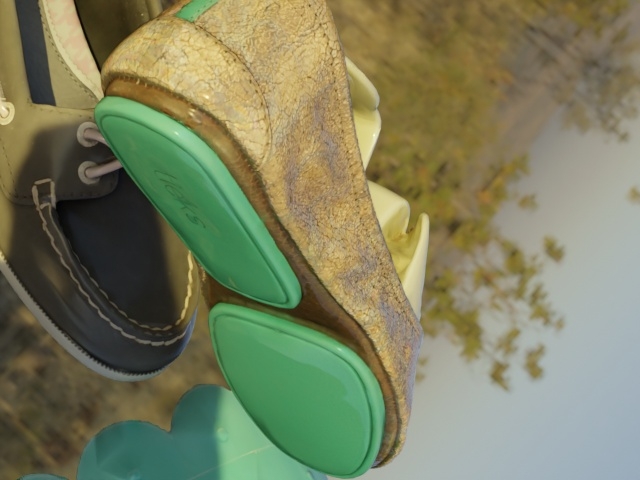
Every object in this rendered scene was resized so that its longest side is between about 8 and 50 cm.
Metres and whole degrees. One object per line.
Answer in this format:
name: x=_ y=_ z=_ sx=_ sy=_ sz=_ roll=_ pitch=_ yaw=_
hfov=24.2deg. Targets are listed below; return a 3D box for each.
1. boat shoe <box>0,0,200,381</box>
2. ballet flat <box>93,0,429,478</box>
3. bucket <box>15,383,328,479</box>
boat shoe: x=-0.127 y=-0.099 z=0.736 sx=0.112 sy=0.335 sz=0.095 roll=-7 pitch=161 yaw=-42
ballet flat: x=0.000 y=0.000 z=0.648 sx=0.106 sy=0.107 sz=0.316 roll=-57 pitch=155 yaw=-23
bucket: x=-0.093 y=0.227 z=0.907 sx=0.281 sy=0.183 sz=0.281 roll=-30 pitch=165 yaw=-9
